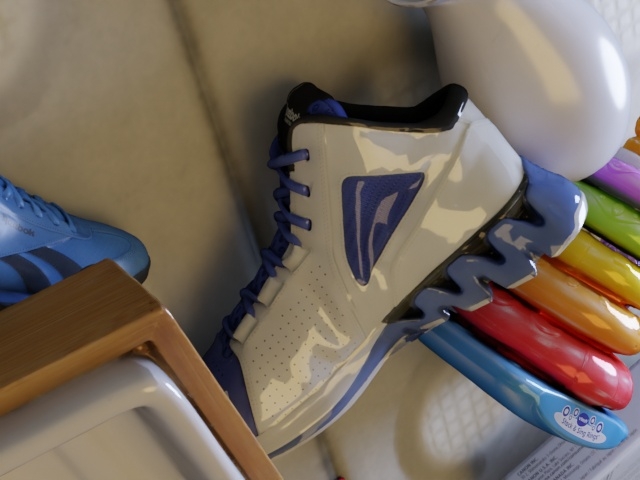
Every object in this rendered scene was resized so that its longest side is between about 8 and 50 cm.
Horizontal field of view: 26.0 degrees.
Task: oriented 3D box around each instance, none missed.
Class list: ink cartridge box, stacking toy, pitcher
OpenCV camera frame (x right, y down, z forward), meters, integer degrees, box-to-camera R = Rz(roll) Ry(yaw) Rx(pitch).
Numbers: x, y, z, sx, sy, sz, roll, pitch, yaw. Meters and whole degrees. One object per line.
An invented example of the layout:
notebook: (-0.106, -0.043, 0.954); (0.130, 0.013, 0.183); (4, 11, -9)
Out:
ink cartridge box: (0.270, 0.205, 1.284); (0.275, 0.060, 0.239); (-36, 155, -20)
stacking toy: (0.215, -0.009, 1.047); (0.175, 0.165, 0.302); (28, 96, -44)
pitcher: (0.144, -0.155, 0.971); (0.207, 0.125, 0.178); (50, 57, -36)

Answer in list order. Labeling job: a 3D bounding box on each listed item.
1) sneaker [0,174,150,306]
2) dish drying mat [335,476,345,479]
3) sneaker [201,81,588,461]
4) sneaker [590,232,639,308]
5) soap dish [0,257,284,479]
sneaker: (-0.184, -0.008, 0.802); (0.209, 0.069, 0.082); (2, 106, -39)
dish drying mat: (-0.014, 0.215, 1.091); (0.083, 0.008, 0.032); (-19, 121, -31)
sneaker: (0.001, -0.001, 0.930); (0.315, 0.127, 0.182); (-37, 104, 4)
sneaker: (0.247, 0.039, 1.172); (0.068, 0.071, 0.170); (14, 102, -42)
soap dish: (-0.177, 0.152, 0.789); (0.290, 0.118, 0.229); (-27, 135, 1)
